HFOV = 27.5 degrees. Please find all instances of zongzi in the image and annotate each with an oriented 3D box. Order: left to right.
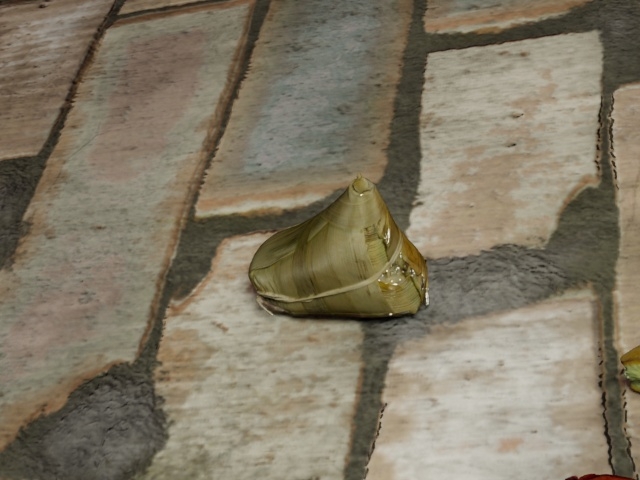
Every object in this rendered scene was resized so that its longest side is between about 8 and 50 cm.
[{"bbox_3d":[0.000,0.000,1.322,0.195,0.197,0.099,-3,52,25],"label":"zongzi"}]

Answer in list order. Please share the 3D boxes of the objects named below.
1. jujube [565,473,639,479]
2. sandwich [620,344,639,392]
[{"bbox_3d":[0.155,0.289,0.926,0.290,0.197,0.197,-39,40,-1],"label":"jujube"},{"bbox_3d":[0.386,0.106,1.115,0.244,0.090,0.088,7,50,34],"label":"sandwich"}]
